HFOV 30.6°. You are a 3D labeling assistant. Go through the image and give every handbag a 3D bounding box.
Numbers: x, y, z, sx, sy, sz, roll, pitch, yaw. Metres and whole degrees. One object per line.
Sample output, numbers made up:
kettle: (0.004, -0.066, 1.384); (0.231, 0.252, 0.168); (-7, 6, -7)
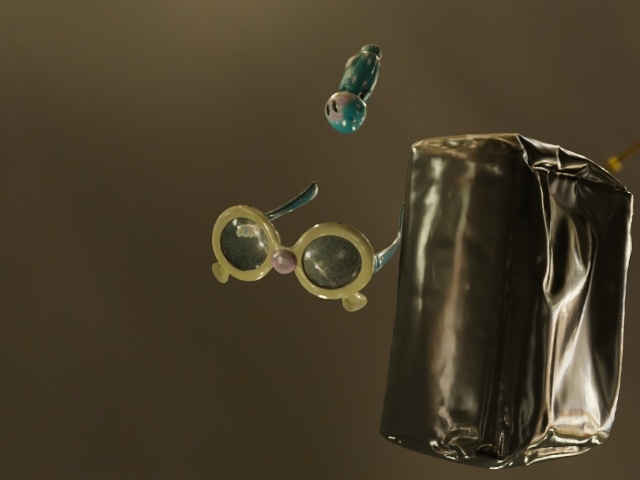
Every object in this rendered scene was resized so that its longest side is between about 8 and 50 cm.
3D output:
handbag: (0.178, 0.058, 1.144); (0.275, 0.178, 0.301); (9, -95, -55)

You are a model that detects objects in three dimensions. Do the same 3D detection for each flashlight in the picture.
flashlight: (0.044, -0.183, 1.406); (0.051, 0.051, 0.129); (36, -127, -15)

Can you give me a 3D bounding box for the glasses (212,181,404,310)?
glasses: (0.000, -0.027, 1.311); (0.190, 0.088, 0.220); (11, -146, 21)
